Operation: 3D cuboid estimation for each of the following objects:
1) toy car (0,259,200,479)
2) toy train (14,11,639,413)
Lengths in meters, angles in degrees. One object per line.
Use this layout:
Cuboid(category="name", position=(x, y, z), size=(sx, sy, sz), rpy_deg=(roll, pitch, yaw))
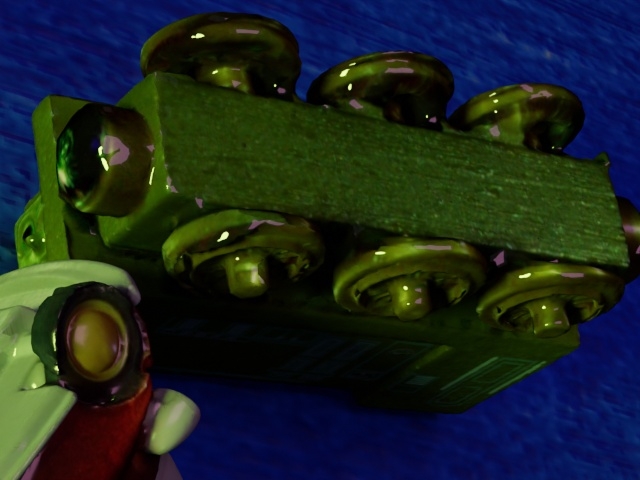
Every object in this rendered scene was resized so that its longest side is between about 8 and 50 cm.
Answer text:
Cuboid(category="toy car", position=(-0.087, 0.086, 0.521), size=(0.112, 0.112, 0.139), rpy_deg=(52, 49, -26))
Cuboid(category="toy train", position=(0.000, 0.000, 0.627), size=(0.225, 0.137, 0.090), rpy_deg=(9, 61, -33))
